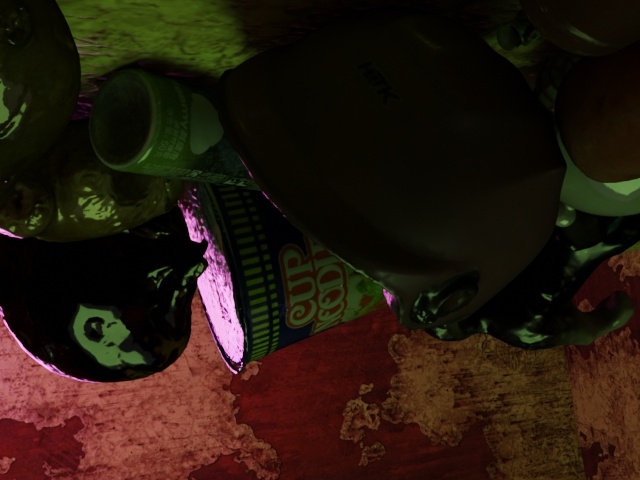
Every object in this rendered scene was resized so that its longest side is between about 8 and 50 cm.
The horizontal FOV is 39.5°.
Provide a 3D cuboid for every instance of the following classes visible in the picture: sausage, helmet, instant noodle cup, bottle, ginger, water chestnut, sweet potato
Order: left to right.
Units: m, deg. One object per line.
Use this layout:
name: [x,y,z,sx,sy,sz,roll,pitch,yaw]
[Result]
sweet potato: [-0.253,-0.099,0.620,0.158,0.157,0.370,-1,163,-38]
ginger: [-0.284,-0.055,0.908,0.270,0.123,0.219,-10,-167,10]
water chestnut: [-0.274,0.043,1.121,0.289,0.289,0.244,-4,-178,-22]
bottle: [-0.078,-0.099,0.910,0.093,0.093,0.330,-13,170,35]
instant noodle cup: [0.000,0.000,1.171,0.312,0.284,0.284,-14,174,-17]
helmet: [0.084,-0.077,0.733,0.197,0.271,0.338,-38,153,12]
sausage: [0.256,-0.111,0.623,0.114,0.113,0.259,-4,174,-18]

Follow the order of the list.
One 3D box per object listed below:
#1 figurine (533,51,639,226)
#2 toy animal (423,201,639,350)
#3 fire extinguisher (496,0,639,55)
figurine: [0.327,-0.131,0.815,0.281,0.167,0.370,-5,164,-33]
toy animal: [0.279,-0.010,1.080,0.303,0.344,0.194,-3,-144,-34]
fire extinguisher: [0.213,-0.194,0.535,0.147,0.106,0.337,-31,-178,-22]
